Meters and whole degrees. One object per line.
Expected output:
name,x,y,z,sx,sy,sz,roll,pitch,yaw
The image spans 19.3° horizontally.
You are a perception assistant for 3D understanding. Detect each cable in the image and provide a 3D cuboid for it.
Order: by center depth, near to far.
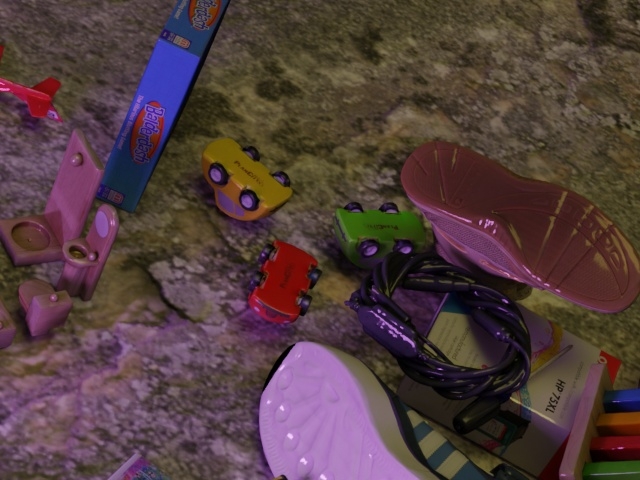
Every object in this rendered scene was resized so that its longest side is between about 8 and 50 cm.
cable,0.121,0.081,1.760,0.184,0.047,0.150,34,37,20

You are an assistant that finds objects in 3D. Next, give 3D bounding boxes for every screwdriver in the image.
screwdriver,0.184,0.133,1.748,0.170,0.025,0.024,-32,72,-32

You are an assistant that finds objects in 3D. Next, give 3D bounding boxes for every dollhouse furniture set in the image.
dollhouse furniture set,-0.267,-0.001,1.686,0.151,0.123,0.144,-9,52,-36

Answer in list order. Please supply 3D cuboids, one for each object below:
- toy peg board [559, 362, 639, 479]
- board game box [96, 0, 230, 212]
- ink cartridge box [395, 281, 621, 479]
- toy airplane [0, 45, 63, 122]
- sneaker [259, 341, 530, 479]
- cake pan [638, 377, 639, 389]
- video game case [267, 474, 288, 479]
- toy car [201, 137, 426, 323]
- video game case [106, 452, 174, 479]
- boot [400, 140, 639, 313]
toy peg board,0.289,0.221,1.719,0.079,0.161,0.161,-5,32,24
board game box,-0.150,-0.153,1.846,0.047,0.210,0.160,25,41,-5
ink cartridge box,0.204,0.146,1.826,0.231,0.078,0.134,29,41,2
toy airplane,-0.327,-0.155,1.891,0.151,0.028,0.151,16,40,-14
sneaker,0.102,0.228,1.677,0.236,0.130,0.323,25,14,-40
cake pan,0.427,0.201,1.861,0.293,0.054,0.293,29,33,-21
video game case,-0.061,0.337,1.491,0.248,0.035,0.275,-14,61,-39
toy car,0.000,0.000,1.889,0.225,0.053,0.239,2,47,-28
video game case,-0.143,0.263,1.557,0.143,0.019,0.157,36,41,11
boot,0.208,0.017,1.858,0.262,0.203,0.095,28,75,22
